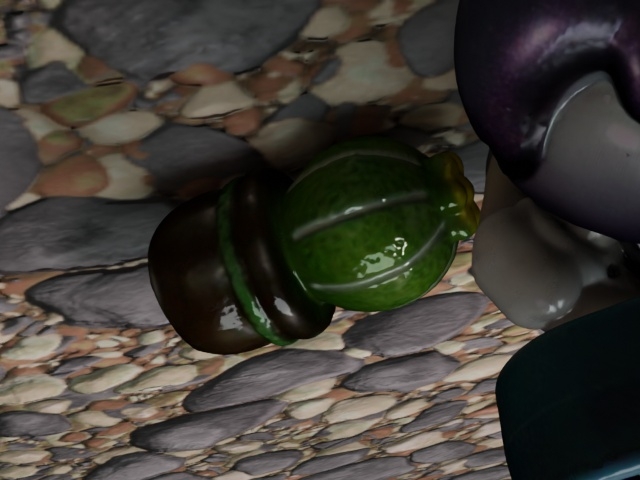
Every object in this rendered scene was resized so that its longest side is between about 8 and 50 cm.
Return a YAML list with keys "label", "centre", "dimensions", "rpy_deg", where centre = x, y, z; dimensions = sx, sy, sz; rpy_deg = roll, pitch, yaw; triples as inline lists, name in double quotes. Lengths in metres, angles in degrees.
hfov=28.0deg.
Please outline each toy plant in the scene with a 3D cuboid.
- label: "toy plant"
  centre: [0.000, 0.000, 0.643]
  dimensions: [0.162, 0.092, 0.093]
  rpy_deg: [-21, 156, 18]

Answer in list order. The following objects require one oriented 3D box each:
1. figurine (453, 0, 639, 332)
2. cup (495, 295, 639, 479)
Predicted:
- label: "figurine"
  centre: [0.110, -0.055, 0.502]
  dimensions: [0.145, 0.145, 0.222]
  rpy_deg: [-6, 137, -11]
- label: "cup"
  centre: [0.249, 0.058, 0.411]
  dimensions: [0.308, 0.242, 0.292]
  rpy_deg: [-46, 141, 3]
